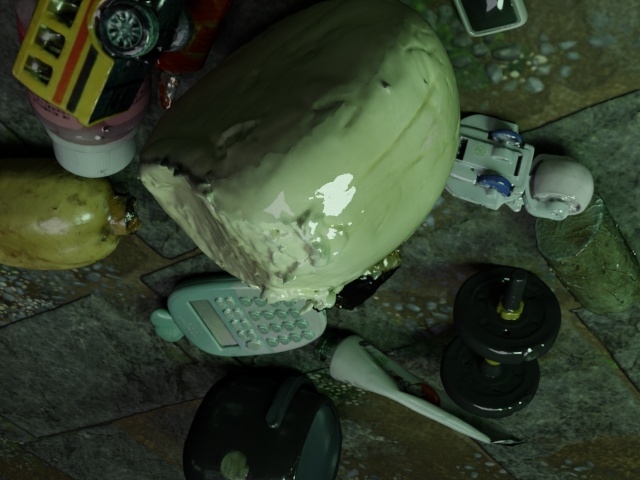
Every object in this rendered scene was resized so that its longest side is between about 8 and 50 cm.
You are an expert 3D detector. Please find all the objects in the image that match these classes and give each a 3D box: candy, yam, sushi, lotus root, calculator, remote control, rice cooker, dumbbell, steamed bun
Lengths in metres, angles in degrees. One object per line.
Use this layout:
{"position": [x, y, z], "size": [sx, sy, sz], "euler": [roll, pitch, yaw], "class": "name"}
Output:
{"position": [-0.135, -0.245, 1.008], "size": [0.059, 0.086, 0.292], "euler": [9, 145, -20], "class": "candy"}
{"position": [0.334, 0.020, 1.167], "size": [0.107, 0.107, 0.183], "euler": [-16, 136, 33], "class": "yam"}
{"position": [0.000, 0.000, 1.216], "size": [0.212, 0.147, 0.115], "euler": [37, 141, -15], "class": "sushi"}
{"position": [-0.378, -0.036, 1.297], "size": [0.284, 0.146, 0.160], "euler": [1, 158, 12], "class": "lotus root"}
{"position": [-0.133, 0.118, 1.489], "size": [0.295, 0.042, 0.184], "euler": [-6, 137, 20], "class": "calculator"}
{"position": [0.131, -0.299, 0.900], "size": [0.067, 0.029, 0.261], "euler": [-8, 137, 26], "class": "remote control"}
{"position": [-0.097, 0.353, 1.604], "size": [0.224, 0.267, 0.267], "euler": [6, 141, 22], "class": "rice cooker"}
{"position": [0.245, 0.144, 1.313], "size": [0.143, 0.143, 0.325], "euler": [10, 141, 7], "class": "dumbbell"}
{"position": [0.004, -0.085, 0.959], "size": [0.233, 0.312, 0.334], "euler": [54, 169, -28], "class": "steamed bun"}

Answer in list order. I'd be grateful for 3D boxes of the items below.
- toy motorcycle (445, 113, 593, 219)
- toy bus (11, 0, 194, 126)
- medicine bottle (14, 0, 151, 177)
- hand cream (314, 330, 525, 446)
{"position": [0.188, -0.082, 1.106], "size": [0.254, 0.112, 0.112], "euler": [16, 142, 3], "class": "toy motorcycle"}
{"position": [-0.157, -0.272, 0.855], "size": [0.123, 0.121, 0.336], "euler": [30, 109, 4], "class": "toy bus"}
{"position": [-0.262, -0.188, 1.073], "size": [0.147, 0.147, 0.247], "euler": [14, 142, 1], "class": "medicine bottle"}
{"position": [0.141, 0.228, 1.422], "size": [0.336, 0.076, 0.121], "euler": [25, -174, 26], "class": "hand cream"}
